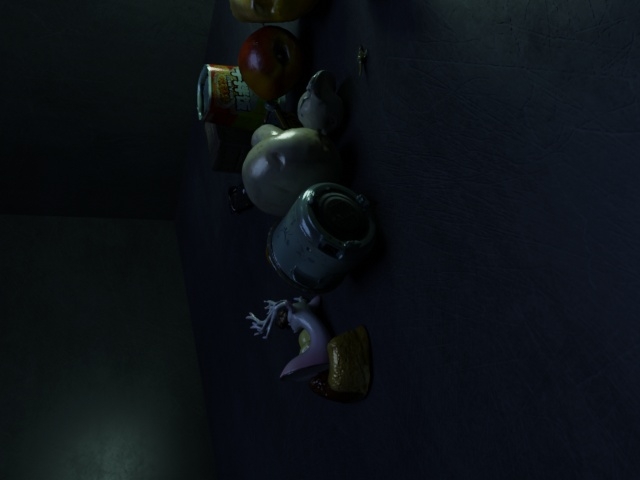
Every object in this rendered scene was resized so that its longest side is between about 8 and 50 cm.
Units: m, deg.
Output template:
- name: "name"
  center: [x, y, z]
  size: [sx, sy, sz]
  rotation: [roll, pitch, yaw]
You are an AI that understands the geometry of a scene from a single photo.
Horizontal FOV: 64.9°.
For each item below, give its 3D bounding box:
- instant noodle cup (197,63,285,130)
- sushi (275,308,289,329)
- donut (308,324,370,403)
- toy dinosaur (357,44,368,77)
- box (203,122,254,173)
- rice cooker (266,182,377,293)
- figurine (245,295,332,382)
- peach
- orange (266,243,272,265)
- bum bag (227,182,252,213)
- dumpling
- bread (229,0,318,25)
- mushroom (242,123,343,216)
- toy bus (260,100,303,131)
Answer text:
- name: "instant noodle cup"
  center: [-0.336, -0.588, 2.076]
  size: [0.294, 0.307, 0.294]
  rotation: [-179, 90, -65]
- name: "sushi"
  center: [-0.147, 0.300, 1.930]
  size: [0.060, 0.061, 0.118]
  rotation: [49, 130, 18]
- name: "donut"
  center: [0.055, 0.397, 1.457]
  size: [0.151, 0.112, 0.295]
  rotation: [-113, 34, -45]
- name: "toy dinosaur"
  center: [0.120, -0.525, 1.456]
  size: [0.041, 0.026, 0.113]
  rotation: [129, 145, -61]
- name: "box"
  center: [-0.390, -0.468, 2.276]
  size: [0.190, 0.225, 0.297]
  rotation: [121, 142, -45]
- name: "rice cooker"
  center: [0.000, 0.000, 1.419]
  size: [0.317, 0.264, 0.317]
  rotation: [-56, 17, 28]
- name: "figurine"
  center: [-0.098, 0.313, 1.685]
  size: [0.284, 0.206, 0.316]
  rotation: [-43, 44, 42]
- name: "peach"
  center: [-0.184, -0.646, 1.844]
  size: [0.281, 0.238, 0.281]
  rotation: [4, 94, 64]
- name: "orange"
  center: [-0.135, 0.035, 1.847]
  size: [0.156, 0.124, 0.156]
  rotation: [180, 90, -67]
- name: "bum bag"
  center: [-0.401, -0.212, 2.454]
  size: [0.326, 0.079, 0.142]
  rotation: [-11, 83, 63]
- name: "dumpling"
  center: [0.012, -0.422, 1.565]
  size: [0.247, 0.142, 0.173]
  rotation: [89, -158, -55]
- name: "bread"
  center: [-0.128, -0.903, 1.735]
  size: [0.394, 0.250, 0.361]
  rotation: [44, 116, 50]
- name: "mushroom"
  center: [-0.108, -0.203, 1.557]
  size: [0.356, 0.315, 0.315]
  rotation: [4, 92, 43]
- name: "toy bus"
  center: [-0.124, -0.382, 1.841]
  size: [0.336, 0.123, 0.121]
  rotation: [-115, 35, -43]
